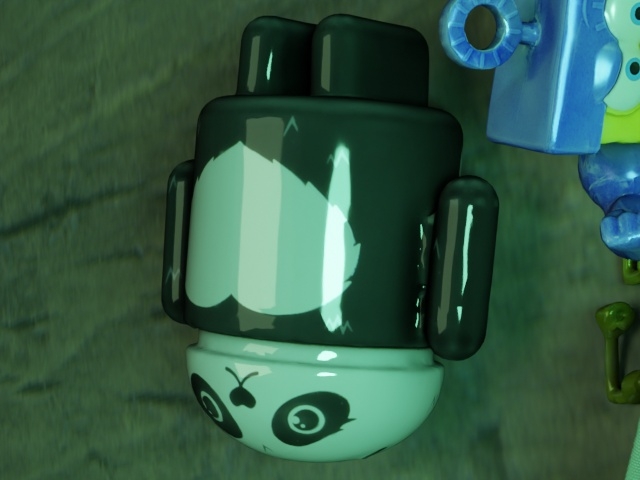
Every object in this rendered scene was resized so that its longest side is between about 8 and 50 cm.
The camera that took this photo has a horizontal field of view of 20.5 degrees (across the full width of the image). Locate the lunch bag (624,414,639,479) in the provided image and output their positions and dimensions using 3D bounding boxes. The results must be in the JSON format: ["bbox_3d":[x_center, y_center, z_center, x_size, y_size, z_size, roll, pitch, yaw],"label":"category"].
[{"bbox_3d":[0.233,0.193,0.731,0.235,0.169,0.287,40,129,49],"label":"lunch bag"}]

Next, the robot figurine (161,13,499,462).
[{"bbox_3d":[0.000,0.000,1.114,0.209,0.174,0.278,-171,85,-77],"label":"robot figurine"}]

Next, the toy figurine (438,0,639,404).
[{"bbox_3d":[0.134,-0.067,0.862,0.191,0.217,0.362,20,104,58],"label":"toy figurine"}]
